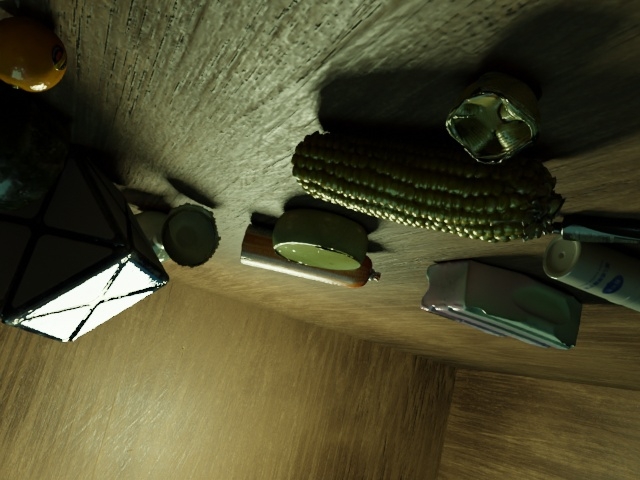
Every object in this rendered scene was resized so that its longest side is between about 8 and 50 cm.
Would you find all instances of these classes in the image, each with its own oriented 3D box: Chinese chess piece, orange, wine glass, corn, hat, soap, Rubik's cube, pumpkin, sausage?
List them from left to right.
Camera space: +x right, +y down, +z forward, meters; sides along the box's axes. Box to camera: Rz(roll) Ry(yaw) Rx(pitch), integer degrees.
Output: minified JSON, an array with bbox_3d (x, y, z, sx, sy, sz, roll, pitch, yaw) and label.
[{"bbox_3d":[-0.523,-0.185,0.869,0.280,0.190,0.139,57,-168,32],"label":"pumpkin"},{"bbox_3d":[-0.325,-0.205,0.600,0.084,0.083,0.083,14,166,4],"label":"orange"},{"bbox_3d":[-0.482,0.013,1.043,0.254,0.259,0.260,55,168,15],"label":"Rubik's cube"},{"bbox_3d":[-0.370,-0.008,1.275,0.144,0.143,0.321,25,162,-36],"label":"wine glass"},{"bbox_3d":[-0.017,0.041,1.212,0.313,0.092,0.093,13,166,1],"label":"sausage"},{"bbox_3d":[0.000,0.000,1.068,0.189,0.083,0.188,11,163,3],"label":"Chinese chess piece"},{"bbox_3d":[0.118,-0.067,0.638,0.318,0.115,0.115,10,165,17],"label":"corn"},{"bbox_3d":[0.163,-0.118,0.499,0.076,0.059,0.077,35,155,-13],"label":"hat"},{"bbox_3d":[0.399,0.141,1.147,0.324,0.109,0.193,22,164,-25],"label":"soap"}]

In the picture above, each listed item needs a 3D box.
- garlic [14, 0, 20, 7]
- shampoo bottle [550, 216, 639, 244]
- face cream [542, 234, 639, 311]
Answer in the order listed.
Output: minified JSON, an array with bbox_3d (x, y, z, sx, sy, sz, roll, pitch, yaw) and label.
[{"bbox_3d":[-0.312,-0.252,0.438,0.129,0.090,0.198,23,179,36],"label":"garlic"},{"bbox_3d":[0.372,-0.014,0.747,0.137,0.027,0.048,6,150,30],"label":"shampoo bottle"},{"bbox_3d":[0.468,0.061,0.837,0.250,0.077,0.077,19,165,-17],"label":"face cream"}]
